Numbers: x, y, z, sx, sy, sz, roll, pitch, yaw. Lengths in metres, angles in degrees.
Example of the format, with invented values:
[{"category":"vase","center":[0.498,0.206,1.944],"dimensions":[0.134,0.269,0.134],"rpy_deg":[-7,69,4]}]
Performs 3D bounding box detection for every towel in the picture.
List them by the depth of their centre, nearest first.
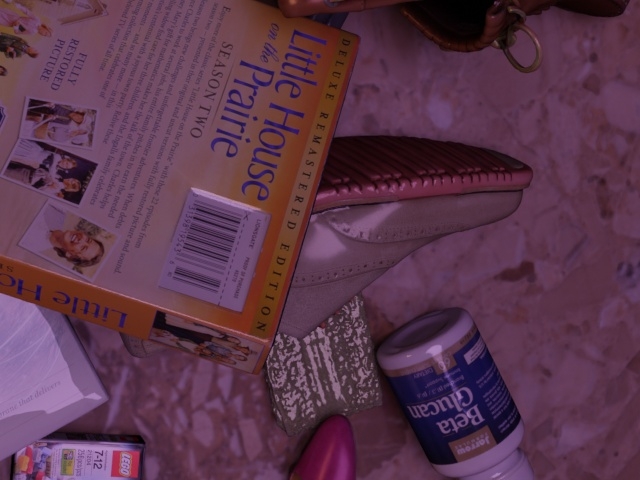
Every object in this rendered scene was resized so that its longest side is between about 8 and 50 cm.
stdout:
[{"category":"towel","center":[-0.005,0.094,1.324],"dimensions":[0.110,0.027,0.148],"rpy_deg":[-17,97,-13]}]

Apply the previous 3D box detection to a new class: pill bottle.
[{"category":"pill bottle","center":[0.127,0.154,1.328],"dimensions":[0.094,0.094,0.169],"rpy_deg":[-30,102,-10]}]

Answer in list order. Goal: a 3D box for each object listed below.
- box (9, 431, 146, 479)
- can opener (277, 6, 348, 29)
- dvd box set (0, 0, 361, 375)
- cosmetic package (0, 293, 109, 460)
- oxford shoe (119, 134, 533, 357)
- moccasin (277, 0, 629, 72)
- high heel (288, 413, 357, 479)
[{"category":"box","center":[-0.218,0.271,1.280],"dimensions":[0.114,0.036,0.207],"rpy_deg":[4,94,-15]},{"category":"can opener","center":[0.008,-0.258,1.283],"dimensions":[0.093,0.074,0.280],"rpy_deg":[23,87,19]},{"category":"dvd box set","center":[-0.201,-0.099,1.122],"dimensions":[0.420,0.062,0.308],"rpy_deg":[18,57,-4]},{"category":"cosmetic package","center":[-0.324,0.077,1.184],"dimensions":[0.224,0.138,0.225],"rpy_deg":[-29,100,-10]},{"category":"oxford shoe","center":[0.000,0.000,1.269],"dimensions":[0.397,0.140,0.146],"rpy_deg":[-10,111,-18]},{"category":"moccasin","center":[0.121,-0.213,1.227],"dimensions":[0.380,0.139,0.147],"rpy_deg":[-2,94,-45]},{"category":"high heel","center":[-0.049,0.262,1.301],"dimensions":[0.117,0.082,0.244],"rpy_deg":[14,105,-25]}]
